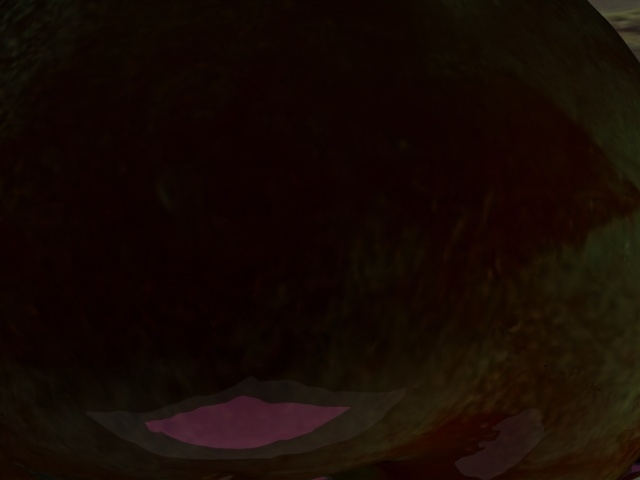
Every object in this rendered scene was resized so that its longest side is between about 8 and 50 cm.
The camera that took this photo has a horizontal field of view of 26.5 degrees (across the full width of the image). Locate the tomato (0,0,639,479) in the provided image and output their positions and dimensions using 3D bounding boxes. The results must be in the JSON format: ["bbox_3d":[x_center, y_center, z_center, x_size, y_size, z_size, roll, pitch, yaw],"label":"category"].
[{"bbox_3d":[-0.013,-0.009,0.471,0.270,0.223,0.270,-5,153,-2],"label":"tomato"}]

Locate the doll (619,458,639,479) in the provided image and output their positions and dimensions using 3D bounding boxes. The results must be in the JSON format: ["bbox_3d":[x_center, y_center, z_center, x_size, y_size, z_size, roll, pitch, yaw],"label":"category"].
[{"bbox_3d":[0.255,0.151,1.344,0.318,0.209,0.340,23,158,-25],"label":"doll"}]
